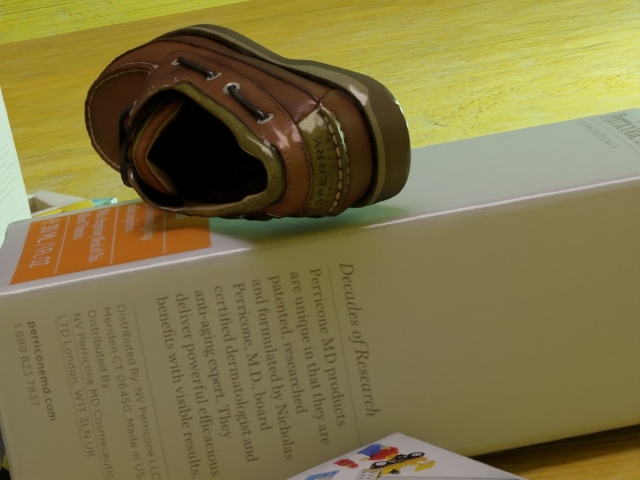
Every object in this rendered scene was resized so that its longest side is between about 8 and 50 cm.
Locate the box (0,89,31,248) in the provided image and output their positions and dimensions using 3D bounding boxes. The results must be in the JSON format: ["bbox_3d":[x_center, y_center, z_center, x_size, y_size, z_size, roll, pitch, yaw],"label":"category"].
[{"bbox_3d":[-0.384,-0.073,1.666,0.215,0.345,0.168,-8,16,9],"label":"box"}]

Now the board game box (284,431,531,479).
[{"bbox_3d":[-0.025,0.191,1.027,0.305,0.053,0.193,-20,17,-28],"label":"board game box"}]

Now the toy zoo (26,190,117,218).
[{"bbox_3d":[-0.333,0.005,1.941,0.293,0.030,0.192,-18,17,-22],"label":"toy zoo"}]

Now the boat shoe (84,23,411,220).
[{"bbox_3d":[-0.079,-0.073,1.247,0.104,0.110,0.307,-18,14,-34],"label":"boat shoe"}]

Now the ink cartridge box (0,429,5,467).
[{"bbox_3d":[-0.400,0.113,1.265,0.385,0.160,0.279,-21,15,1],"label":"ink cartridge box"}]

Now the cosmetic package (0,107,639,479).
[{"bbox_3d":[0.024,0.044,1.282,0.453,0.161,0.230,-10,12,-3],"label":"cosmetic package"}]

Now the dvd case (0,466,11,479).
[{"bbox_3d":[-0.245,0.192,1.241,0.164,0.018,0.221,-18,17,-26],"label":"dvd case"}]
